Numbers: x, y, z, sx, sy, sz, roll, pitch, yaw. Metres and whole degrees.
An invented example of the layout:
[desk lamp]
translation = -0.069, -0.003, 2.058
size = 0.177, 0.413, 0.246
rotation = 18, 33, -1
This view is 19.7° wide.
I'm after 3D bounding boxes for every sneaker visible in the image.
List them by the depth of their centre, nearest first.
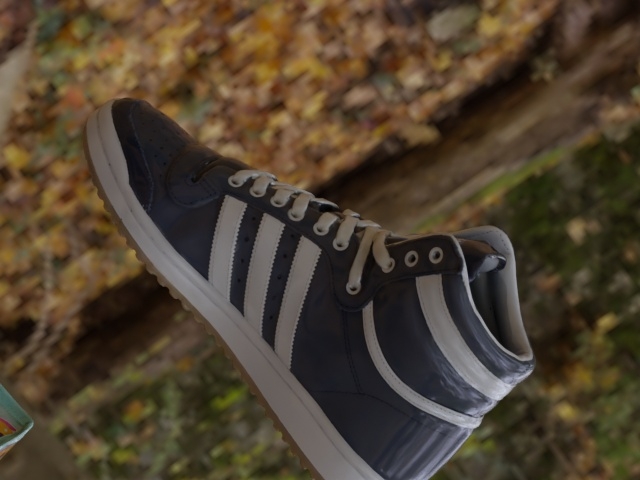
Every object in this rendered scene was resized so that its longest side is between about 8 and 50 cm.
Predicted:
[sneaker]
translation = 0.000, 0.000, 1.014
size = 0.153, 0.282, 0.099
rotation = -42, 170, 22

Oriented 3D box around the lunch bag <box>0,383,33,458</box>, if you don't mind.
[lunch bag]
translation = -0.383, 0.122, 1.418
size = 0.160, 0.262, 0.223
rotation = -45, -178, -40
